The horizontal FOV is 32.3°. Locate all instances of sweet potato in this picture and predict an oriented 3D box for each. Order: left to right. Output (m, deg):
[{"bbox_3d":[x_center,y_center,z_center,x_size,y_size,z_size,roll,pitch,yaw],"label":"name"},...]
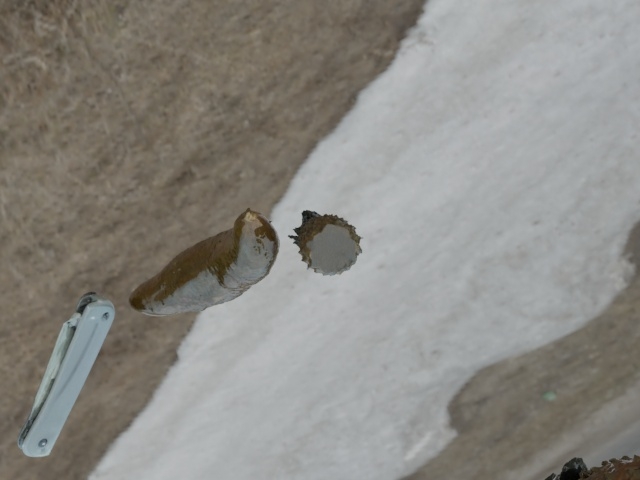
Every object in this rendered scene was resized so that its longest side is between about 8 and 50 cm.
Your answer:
[{"bbox_3d":[-0.141,0.036,1.483,0.114,0.092,0.341,4,160,-36],"label":"sweet potato"}]

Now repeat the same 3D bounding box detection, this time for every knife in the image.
[{"bbox_3d":[-0.371,0.195,1.594,0.073,0.040,0.266,6,113,-55],"label":"knife"}]

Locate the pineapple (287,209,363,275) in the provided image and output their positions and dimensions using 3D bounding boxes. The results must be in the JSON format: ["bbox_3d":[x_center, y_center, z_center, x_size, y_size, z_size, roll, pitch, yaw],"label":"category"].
[{"bbox_3d":[0.000,0.000,1.296,0.074,0.074,0.159,-18,-171,-7],"label":"pineapple"}]

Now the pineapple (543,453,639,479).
[{"bbox_3d":[0.330,0.318,1.276,0.170,0.141,0.310,-1,169,-19],"label":"pineapple"}]
